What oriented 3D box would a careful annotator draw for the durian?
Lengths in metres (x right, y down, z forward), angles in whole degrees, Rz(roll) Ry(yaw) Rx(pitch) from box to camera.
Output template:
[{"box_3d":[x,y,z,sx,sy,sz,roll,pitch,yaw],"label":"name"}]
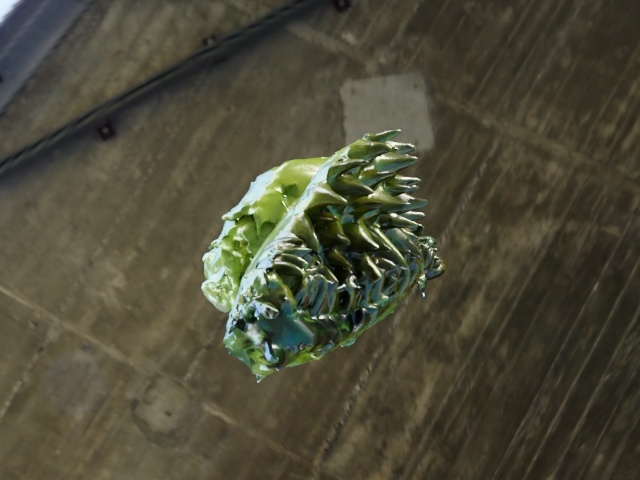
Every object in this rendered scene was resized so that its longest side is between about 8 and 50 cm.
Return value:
[{"box_3d":[0.005,0.005,0.654,0.132,0.375,0.107,-22,-94,19],"label":"durian"}]
